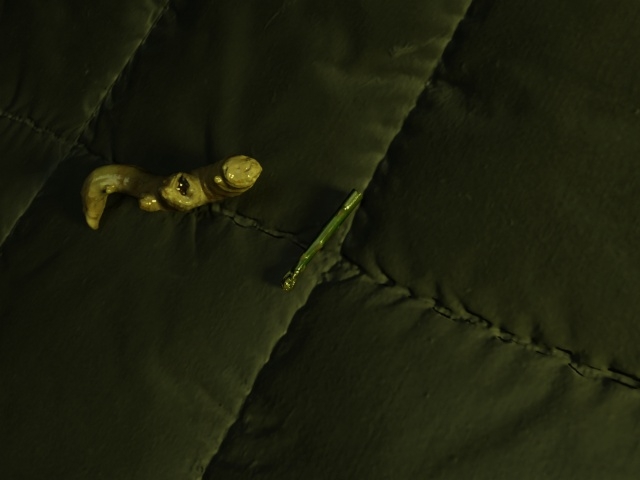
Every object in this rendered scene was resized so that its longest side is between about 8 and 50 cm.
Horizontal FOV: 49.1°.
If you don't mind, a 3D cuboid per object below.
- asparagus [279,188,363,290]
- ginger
[{"bbox_3d":[0.000,0.000,0.717,0.015,0.018,0.127,38,89,-2],"label":"asparagus"},{"bbox_3d":[-0.186,-0.059,0.819,0.288,0.075,0.089,-5,21,29],"label":"ginger"}]
